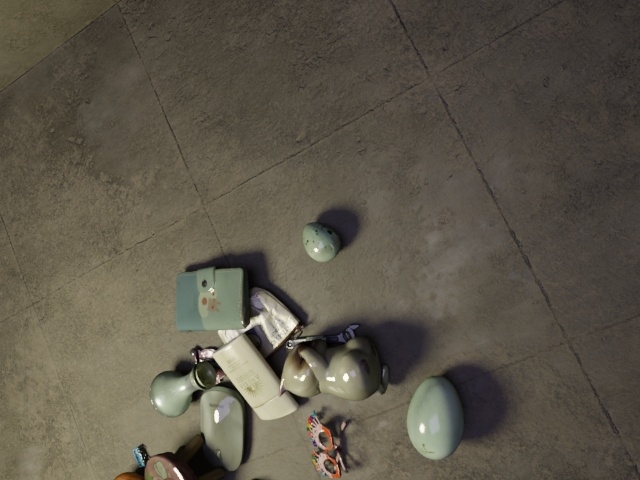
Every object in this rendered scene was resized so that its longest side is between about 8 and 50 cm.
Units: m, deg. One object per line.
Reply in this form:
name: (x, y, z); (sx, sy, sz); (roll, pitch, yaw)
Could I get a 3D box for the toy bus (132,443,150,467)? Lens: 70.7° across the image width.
toy bus: (-0.755, 0.908, 1.899); (0.046, 0.038, 0.083); (-32, 80, 17)

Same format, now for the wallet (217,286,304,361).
wallet: (-0.244, 0.341, 1.732); (0.335, 0.068, 0.275); (-46, 77, 15)

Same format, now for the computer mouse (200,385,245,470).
computer mouse: (-0.388, 0.736, 1.765); (0.197, 0.095, 0.330); (-3, 88, 21)

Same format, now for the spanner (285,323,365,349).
spanner: (0.013, 0.367, 1.683); (0.316, 0.024, 0.087); (-10, 85, 18)

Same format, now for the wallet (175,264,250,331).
wallet: (-0.426, 0.224, 1.750); (0.360, 0.083, 0.252); (-9, 80, 28)

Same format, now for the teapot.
teapot: (-0.529, 0.568, 1.753); (0.251, 0.183, 0.183); (-31, 81, 19)

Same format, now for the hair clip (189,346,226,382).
hair clip: (-0.430, 0.500, 1.804); (0.187, 0.056, 0.146); (-6, 89, 25)

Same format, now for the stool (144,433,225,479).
stool: (-0.521, 0.905, 1.729); (0.272, 0.178, 0.272); (9, 108, 31)

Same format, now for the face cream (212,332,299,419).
face cream: (-0.245, 0.524, 1.692); (0.173, 0.081, 0.348); (-34, 94, 23)

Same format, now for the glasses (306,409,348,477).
glasses: (0.024, 0.748, 1.658); (0.162, 0.095, 0.255); (-11, 87, 44)

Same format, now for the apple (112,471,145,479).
apple: (-0.751, 1.096, 1.776); (0.302, 0.301, 0.301); (0, 90, 17)

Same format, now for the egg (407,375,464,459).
egg: (0.379, 0.581, 1.485); (0.183, 0.183, 0.264); (5, 85, 17)

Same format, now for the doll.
doll: (0.042, 0.443, 1.562); (0.370, 0.215, 0.226); (2, 127, 15)

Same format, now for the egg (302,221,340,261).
egg: (0.000, 0.000, 1.633); (0.131, 0.131, 0.164); (-40, 73, 13)
